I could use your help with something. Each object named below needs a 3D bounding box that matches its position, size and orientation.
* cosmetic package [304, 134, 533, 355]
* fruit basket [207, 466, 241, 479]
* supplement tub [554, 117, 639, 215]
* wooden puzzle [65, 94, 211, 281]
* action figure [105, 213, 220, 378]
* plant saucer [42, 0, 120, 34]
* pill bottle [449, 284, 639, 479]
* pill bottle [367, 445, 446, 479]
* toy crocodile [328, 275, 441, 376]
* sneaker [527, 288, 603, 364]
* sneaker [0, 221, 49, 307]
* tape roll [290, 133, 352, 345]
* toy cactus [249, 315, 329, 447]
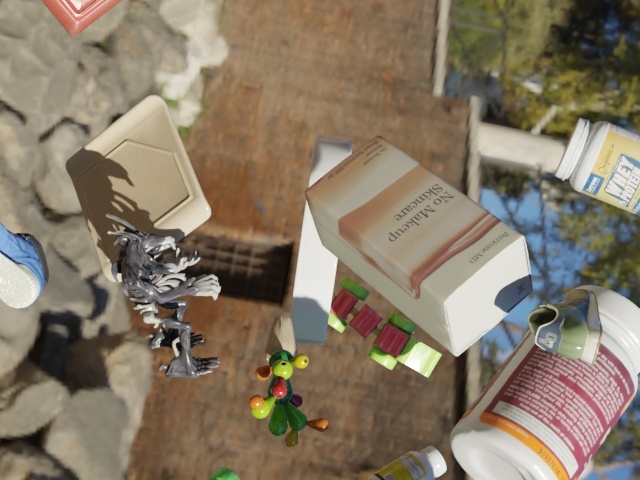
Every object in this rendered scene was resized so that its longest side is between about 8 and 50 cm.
[{"bbox_3d":[0.132,0.000,1.526,0.153,0.296,0.129,-39,141,-17],"label":"cosmetic package"},{"bbox_3d":[-0.118,0.632,2.093,0.283,0.392,0.392,-56,-166,28],"label":"fruit basket"},{"bbox_3d":[0.563,-0.141,2.106,0.144,0.200,0.144,22,90,-82],"label":"supplement tub"},{"bbox_3d":[-0.296,-0.083,1.799,0.044,0.221,0.238,16,44,-59],"label":"wooden puzzle"},{"bbox_3d":[-0.229,0.068,1.665,0.164,0.141,0.275,-124,-165,-54],"label":"action figure"},{"bbox_3d":[-0.407,-0.520,1.914,0.258,0.259,0.048,52,4,-32],"label":"plant saucer"},{"bbox_3d":[0.431,0.280,2.005,0.392,0.224,0.224,-47,168,-25],"label":"pill bottle"},{"bbox_3d":[0.135,0.365,1.706,0.065,0.116,0.065,47,-28,35],"label":"pill bottle"},{"bbox_3d":[0.105,0.180,2.390,0.115,0.340,0.105,-54,177,-1],"label":"toy crocodile"},{"bbox_3d":[0.314,0.101,1.446,0.192,0.086,0.064,-63,164,-72],"label":"sneaker"},{"bbox_3d":[-0.354,0.002,1.202,0.058,0.152,0.084,-41,-173,8],"label":"sneaker"},{"bbox_3d":[0.000,0.000,2.035,0.392,0.072,0.392,-172,-90,-90],"label":"tape roll"},{"bbox_3d":[-0.050,0.198,1.635,0.219,0.112,0.180,74,14,-60],"label":"toy cactus"}]
